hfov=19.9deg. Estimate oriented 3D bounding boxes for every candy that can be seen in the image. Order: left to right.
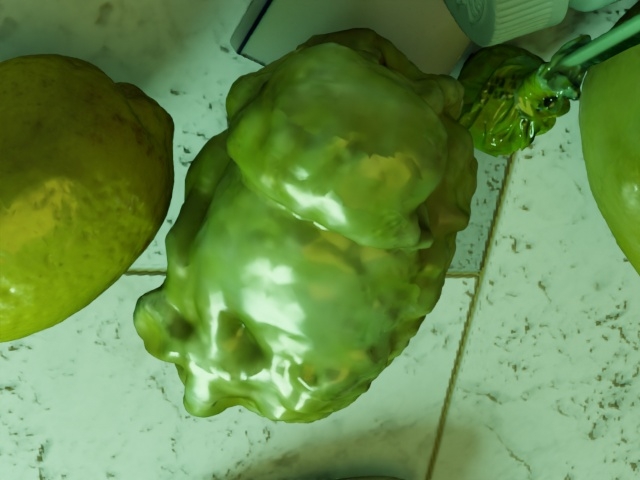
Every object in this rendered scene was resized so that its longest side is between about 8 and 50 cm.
[{"bbox_3d":[0.161,-0.110,1.162,0.073,0.262,0.077,39,68,-12],"label":"candy"}]

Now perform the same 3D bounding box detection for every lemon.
[{"bbox_3d":[-0.186,-0.028,1.122,0.207,0.170,0.170,-36,125,3],"label":"lemon"}]

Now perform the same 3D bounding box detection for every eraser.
[{"bbox_3d":[0.028,-0.143,1.217,0.150,0.023,0.104,22,110,-30],"label":"eraser"}]

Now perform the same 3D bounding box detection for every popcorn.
[{"bbox_3d":[0.003,-0.019,1.145,0.173,0.225,0.286,26,128,2],"label":"popcorn"}]

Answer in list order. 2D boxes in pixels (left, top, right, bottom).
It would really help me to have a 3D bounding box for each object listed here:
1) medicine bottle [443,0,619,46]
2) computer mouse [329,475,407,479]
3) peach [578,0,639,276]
[{"bbox_3d":[0.222,-0.246,1.146,0.318,0.158,0.158,-21,125,-7],"label":"medicine bottle"},{"bbox_3d":[-0.019,0.259,1.408,0.236,0.082,0.145,-8,121,-15],"label":"computer mouse"},{"bbox_3d":[0.341,-0.056,1.221,0.281,0.314,0.316,-36,151,-26],"label":"peach"}]
